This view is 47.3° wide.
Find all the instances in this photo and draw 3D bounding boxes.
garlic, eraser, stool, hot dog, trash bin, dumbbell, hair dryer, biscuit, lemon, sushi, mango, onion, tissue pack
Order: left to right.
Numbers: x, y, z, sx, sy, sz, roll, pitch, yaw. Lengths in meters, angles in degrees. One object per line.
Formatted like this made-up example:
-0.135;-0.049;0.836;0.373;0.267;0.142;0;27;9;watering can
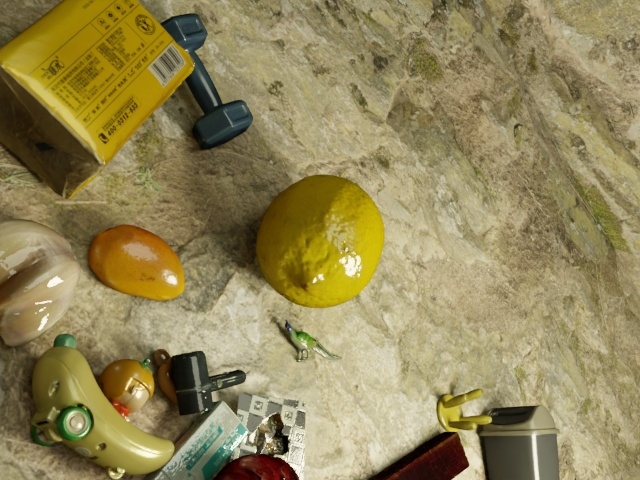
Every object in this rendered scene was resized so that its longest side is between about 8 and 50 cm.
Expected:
-0.549;0.056;1.370;0.217;0.110;0.228;50;45;-10;garlic
-0.486;-0.323;1.508;0.293;0.228;0.382;46;45;-20;tissue pack
-0.377;0.052;1.540;0.217;0.102;0.141;38;56;-23;mango
-0.304;0.292;1.540;0.140;0.060;0.090;56;41;-23;hot dog
-0.252;0.442;1.500;0.096;0.052;0.225;53;55;-14;eraser
-0.297;-0.388;1.786;0.143;0.156;0.316;-29;94;-17;dumbbell
-0.221;0.289;1.546;0.219;0.071;0.124;3;77;-56;hair dryer
-0.166;0.546;1.479;0.272;0.195;0.272;-43;144;-42;onion
-0.124;0.458;1.640;0.192;0.040;0.210;15;69;-29;sushi
-0.001;0.002;1.780;0.336;0.336;0.336;20;59;-37;lemon
0.258;0.618;1.927;0.388;0.073;0.107;-14;83;-47;biscuit
0.412;0.492;2.104;0.134;0.110;0.135;43;46;-21;stool
0.592;0.637;2.151;0.182;0.209;0.291;12;70;-42;trash bin

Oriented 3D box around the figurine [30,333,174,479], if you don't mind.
-0.403;0.317;1.390;0.324;0.124;0.222;43;44;-26;figurine

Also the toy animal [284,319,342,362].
-0.022;0.279;1.831;0.217;0.041;0.075;38;48;-32;toy animal
